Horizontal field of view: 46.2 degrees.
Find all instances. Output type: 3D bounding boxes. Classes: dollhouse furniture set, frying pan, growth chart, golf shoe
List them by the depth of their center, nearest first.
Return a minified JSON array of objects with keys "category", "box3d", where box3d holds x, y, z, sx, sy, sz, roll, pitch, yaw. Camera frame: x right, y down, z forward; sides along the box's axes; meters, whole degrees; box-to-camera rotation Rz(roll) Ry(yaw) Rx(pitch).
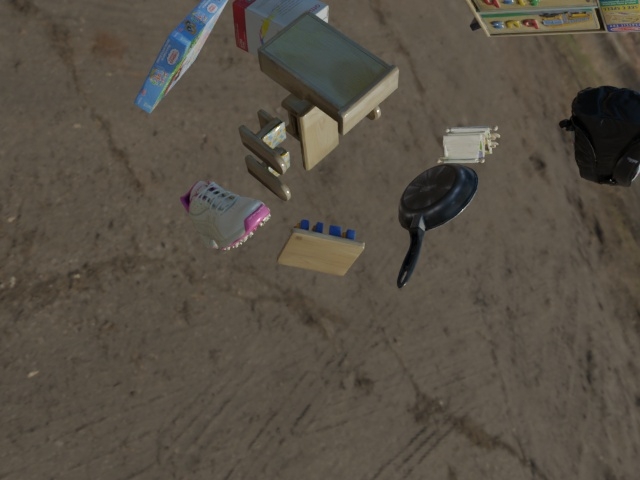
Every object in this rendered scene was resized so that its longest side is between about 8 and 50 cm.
[{"category":"dollhouse furniture set","box3d":[0.012,-0.179,1.084,0.161,0.212,0.242,40,-19,21]},{"category":"golf shoe","box3d":[-0.206,-0.058,1.523,0.115,0.306,0.140,-44,106,-23]},{"category":"frying pan","box3d":[0.206,-0.053,1.613,0.326,0.197,0.053,-48,120,-13]},{"category":"growth chart","box3d":[0.438,-0.282,2.234,0.237,0.172,0.021,80,13,-69]}]

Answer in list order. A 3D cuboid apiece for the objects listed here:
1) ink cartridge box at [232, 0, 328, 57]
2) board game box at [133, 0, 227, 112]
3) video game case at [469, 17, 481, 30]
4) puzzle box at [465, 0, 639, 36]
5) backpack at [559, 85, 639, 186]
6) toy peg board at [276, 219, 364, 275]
[{"category":"ink cartridge box","box3d":[-0.088,-0.482,1.692,0.176,0.127,0.128,32,57,22]},{"category":"board game box","box3d":[-0.245,-0.340,1.334,0.039,0.160,0.211,33,41,-11]},{"category":"video game case","box3d":[0.544,-0.700,2.099,0.026,0.196,0.274,49,52,-27]},{"category":"puzzle box","box3d":[0.570,-0.584,1.832,0.272,0.409,0.052,24,74,-59]},{"category":"backpack","box3d":[0.497,-0.173,1.268,0.115,0.152,0.182,-56,148,-20]},{"category":"toy peg board","box3d":[0.000,0.000,1.681,0.161,0.160,0.079,11,62,-12]}]
